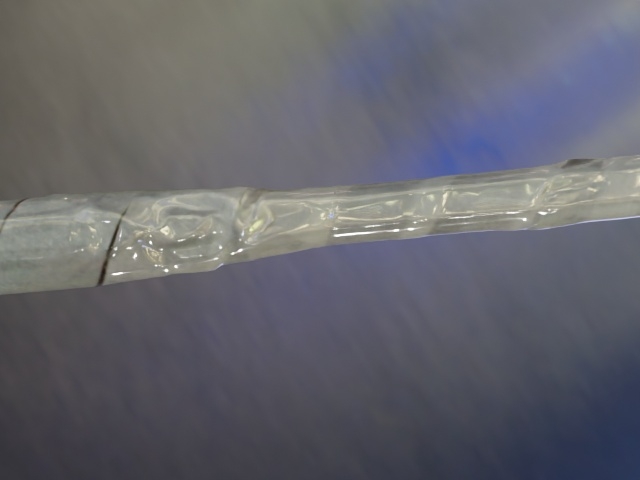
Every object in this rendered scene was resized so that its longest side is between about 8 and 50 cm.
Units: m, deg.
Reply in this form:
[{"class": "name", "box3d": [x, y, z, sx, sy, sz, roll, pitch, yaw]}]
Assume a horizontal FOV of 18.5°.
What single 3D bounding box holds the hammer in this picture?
[{"class": "hammer", "box3d": [0.000, 0.000, 0.723, 0.044, 0.426, 0.152, 27, 56, -79]}]
